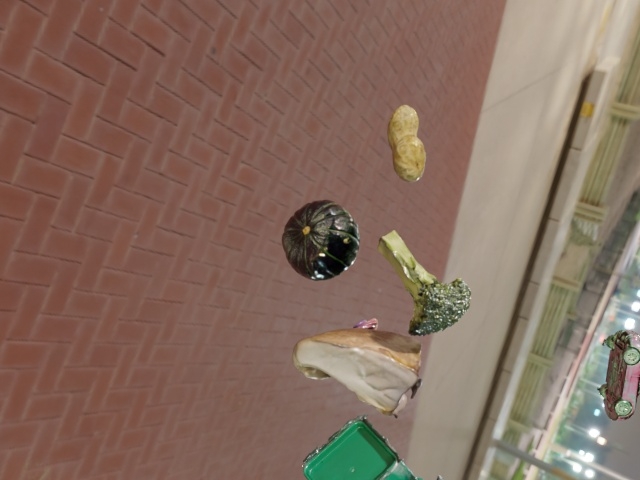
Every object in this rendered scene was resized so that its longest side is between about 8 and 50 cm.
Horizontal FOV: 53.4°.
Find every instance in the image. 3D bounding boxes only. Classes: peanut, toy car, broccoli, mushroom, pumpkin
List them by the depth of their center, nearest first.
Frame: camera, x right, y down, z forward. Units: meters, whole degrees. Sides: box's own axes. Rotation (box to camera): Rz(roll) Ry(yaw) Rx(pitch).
[{"bbox_3d":[0.468,0.208,0.978,0.069,0.055,0.142,-80,173,-78],"label":"toy car"},{"bbox_3d":[0.000,0.000,1.718,0.162,0.221,0.220,36,76,-53],"label":"pumpkin"},{"bbox_3d":[0.242,-0.274,1.802,0.098,0.103,0.229,21,54,-52],"label":"peanut"},{"bbox_3d":[0.301,0.136,1.986,0.221,0.361,0.252,-35,130,0],"label":"broccoli"},{"bbox_3d":[0.122,0.365,2.073,0.313,0.398,0.224,-62,172,-64],"label":"mushroom"}]

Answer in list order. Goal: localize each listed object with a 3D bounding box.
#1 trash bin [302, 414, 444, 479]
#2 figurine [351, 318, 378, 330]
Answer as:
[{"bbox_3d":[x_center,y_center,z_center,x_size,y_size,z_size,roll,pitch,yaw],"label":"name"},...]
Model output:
[{"bbox_3d":[0.161,0.601,1.440,0.295,0.259,0.381,-38,120,-11],"label":"trash bin"},{"bbox_3d":[0.185,0.360,2.352,0.126,0.157,0.114,-49,180,11],"label":"figurine"}]
